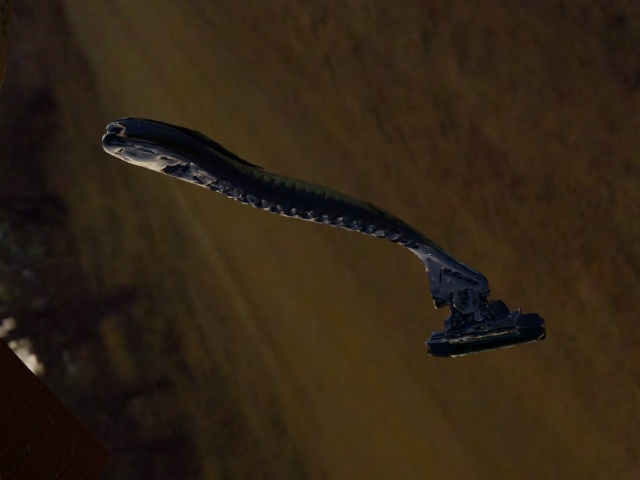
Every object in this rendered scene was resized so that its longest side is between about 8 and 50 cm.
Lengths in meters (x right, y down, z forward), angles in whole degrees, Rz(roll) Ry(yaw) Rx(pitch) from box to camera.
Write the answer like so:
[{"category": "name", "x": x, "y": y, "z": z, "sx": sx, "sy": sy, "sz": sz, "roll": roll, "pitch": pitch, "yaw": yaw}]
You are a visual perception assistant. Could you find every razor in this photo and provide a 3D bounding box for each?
[{"category": "razor", "x": 0.003, "y": -0.011, "z": 0.945, "sx": 0.093, "sy": 0.324, "sz": 0.056, "roll": -19, "pitch": 51, "yaw": 49}]

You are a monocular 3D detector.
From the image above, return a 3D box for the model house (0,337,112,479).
[{"category": "model house", "x": -0.200, "y": 0.132, "z": 0.839, "sx": 0.219, "sy": 0.136, "sz": 0.207, "roll": 52, "pitch": -165, "yaw": -29}]

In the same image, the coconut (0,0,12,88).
[{"category": "coconut", "x": -0.336, "y": -0.074, "z": 0.688, "sx": 0.360, "sy": 0.346, "sz": 0.346, "roll": -42, "pitch": 60, "yaw": 40}]
